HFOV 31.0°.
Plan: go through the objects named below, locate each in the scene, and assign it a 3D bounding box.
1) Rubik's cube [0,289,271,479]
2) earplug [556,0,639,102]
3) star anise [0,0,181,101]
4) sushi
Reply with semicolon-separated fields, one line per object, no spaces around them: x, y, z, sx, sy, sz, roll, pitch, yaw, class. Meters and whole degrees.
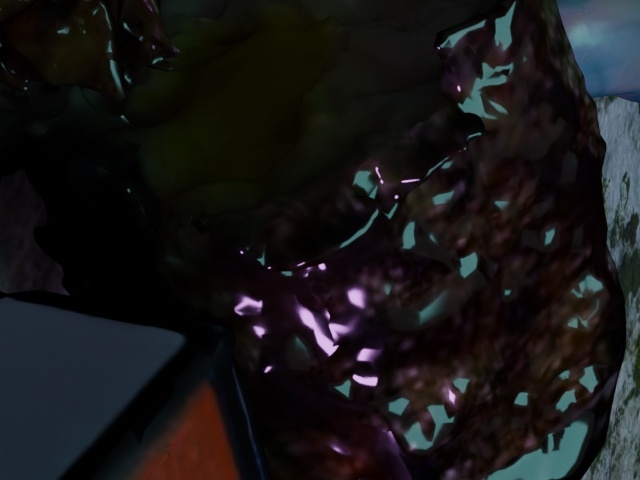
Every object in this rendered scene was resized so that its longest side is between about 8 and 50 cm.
-0.183;0.193;0.391;0.293;0.289;0.283;-48;137;-47;Rubik's cube
0.302;-0.227;1.273;0.324;0.185;0.184;-18;112;-50;earplug
-0.174;-0.130;0.485;0.237;0.148;0.346;48;56;-26;star anise
0.000;-0.003;0.650;0.281;0.300;0.294;-46;133;-27;sushi
